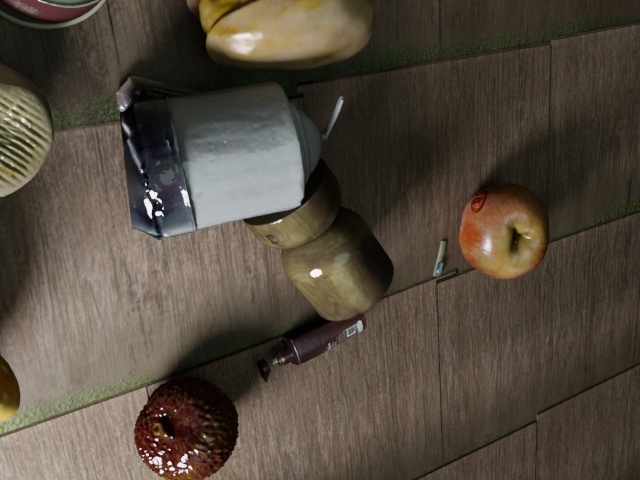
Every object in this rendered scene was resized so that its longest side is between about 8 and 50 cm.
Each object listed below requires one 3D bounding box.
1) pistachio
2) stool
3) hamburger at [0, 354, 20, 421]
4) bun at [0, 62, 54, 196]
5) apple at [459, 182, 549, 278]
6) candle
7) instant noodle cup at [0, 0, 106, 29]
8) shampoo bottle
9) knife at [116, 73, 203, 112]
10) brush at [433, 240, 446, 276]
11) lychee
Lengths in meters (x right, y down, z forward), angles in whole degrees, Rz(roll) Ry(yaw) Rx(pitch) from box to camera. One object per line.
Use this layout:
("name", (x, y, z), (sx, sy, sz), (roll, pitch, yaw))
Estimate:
("pistachio", (-0.050, -0.372, 1.145), (0.309, 0.230, 0.230), (-14, 113, -22))
("stool", (0.000, 0.000, 1.310), (0.179, 0.179, 0.264), (-45, 123, -12))
("hamburger", (-0.570, 0.182, 0.985), (0.302, 0.261, 0.186), (33, 82, -12))
("bun", (-0.477, -0.163, 0.983), (0.178, 0.128, 0.193), (-61, 148, -5))
("apple", (0.398, -0.024, 1.558), (0.209, 0.164, 0.209), (-5, 105, -18))
("candle", (-0.140, -0.132, 1.122), (0.342, 0.221, 0.221), (-11, 112, -13))
("instant noodle cup", (-0.365, -0.403, 0.954), (0.234, 0.178, 0.235), (-9, 108, -28))
("shampoo bottle", (-0.019, 0.205, 1.435), (0.236, 0.067, 0.068), (-24, 107, -22))
("knife", (-0.169, -0.207, 1.221), (0.365, 0.043, 0.089), (10, 98, -33))
("brush", (0.268, 0.041, 1.589), (0.016, 0.013, 0.084), (4, 102, -30))
("lychee", (-0.237, 0.337, 1.280), (0.194, 0.194, 0.194), (-10, 111, -29))
